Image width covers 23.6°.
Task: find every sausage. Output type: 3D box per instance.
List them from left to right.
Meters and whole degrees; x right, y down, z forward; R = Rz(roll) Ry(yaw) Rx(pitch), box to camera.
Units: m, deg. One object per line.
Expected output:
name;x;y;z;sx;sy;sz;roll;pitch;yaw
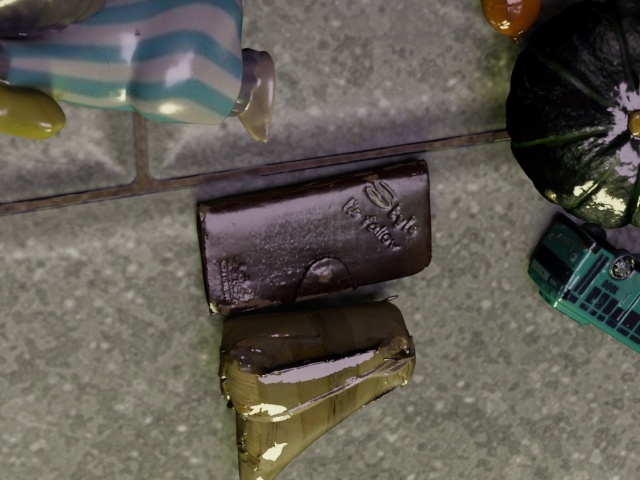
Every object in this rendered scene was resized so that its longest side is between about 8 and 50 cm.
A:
sausage;0.170;-0.266;1.374;0.062;0.054;0.183;-31;125;-44

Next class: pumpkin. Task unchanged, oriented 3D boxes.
pumpkin;0.279;-0.119;1.406;0.220;0.162;0.221;0;104;-1

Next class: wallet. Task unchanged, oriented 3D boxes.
wallet;0.000;0.000;1.444;0.232;0.031;0.122;-12;116;-17

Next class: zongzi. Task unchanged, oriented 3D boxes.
zongzi;-0.001;0.157;1.475;0.194;0.099;0.197;-9;115;-11

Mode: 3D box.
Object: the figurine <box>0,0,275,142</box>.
figurine;-0.185;-0.276;1.112;0.361;0.266;0.378;3;113;-29

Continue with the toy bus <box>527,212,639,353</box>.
toy bus;0.289;0.047;1.553;0.160;0.079;0.092;31;101;-32
